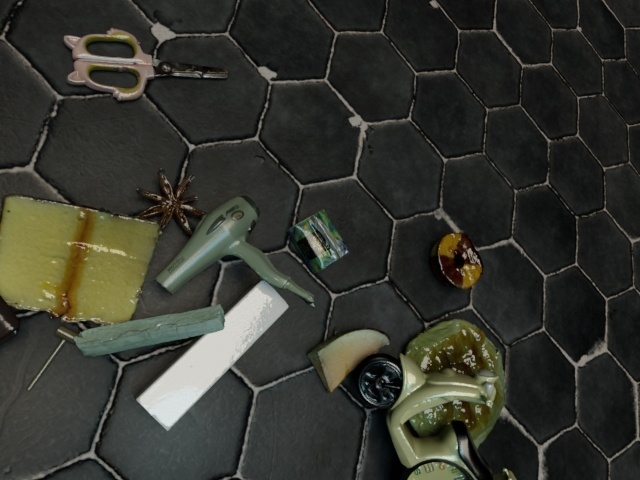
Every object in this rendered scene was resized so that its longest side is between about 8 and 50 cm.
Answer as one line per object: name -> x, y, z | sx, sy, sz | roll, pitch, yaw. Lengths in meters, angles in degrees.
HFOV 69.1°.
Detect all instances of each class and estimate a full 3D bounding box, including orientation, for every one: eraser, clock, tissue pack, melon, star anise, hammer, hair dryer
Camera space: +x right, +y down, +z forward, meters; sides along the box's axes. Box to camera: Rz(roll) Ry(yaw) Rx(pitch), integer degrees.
eraser -> -0.193, 0.199, 0.850 | 0.076, 0.078, 0.298 | 49, 63, -6
clock -> 0.244, 0.392, 0.932 | 0.277, 0.120, 0.378 | -16, 90, 6
tissue pack -> 0.000, -0.001, 0.989 | 0.085, 0.079, 0.111 | -32, 91, -29
melon -> 0.066, 0.228, 0.979 | 0.182, 0.054, 0.098 | -32, 97, -27
star anise -> -0.289, -0.068, 0.892 | 0.141, 0.042, 0.141 | 7, 77, -31
hammer -> -0.448, 0.197, 0.769 | 0.036, 0.019, 0.110 | 34, 71, -13
hair dryer -> -0.170, 0.063, 0.847 | 0.229, 0.092, 0.267 | -29, 69, -14

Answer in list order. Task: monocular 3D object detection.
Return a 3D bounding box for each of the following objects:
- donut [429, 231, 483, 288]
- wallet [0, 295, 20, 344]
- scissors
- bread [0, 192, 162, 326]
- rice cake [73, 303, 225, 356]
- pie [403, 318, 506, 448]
donut -> 0.331, 0.052, 1.141 | 0.141, 0.059, 0.140 | 6, 75, -24
wallet -> -0.595, 0.095, 0.699 | 0.182, 0.049, 0.229 | -35, 92, -13
scissors -> -0.344, -0.357, 0.953 | 0.318, 0.024, 0.160 | -5, 79, -26
bread -> -0.400, 0.042, 0.761 | 0.240, 0.135, 0.178 | 12, 72, -21
rice cake -> -0.287, 0.154, 0.795 | 0.245, 0.045, 0.042 | -10, 48, -8
pie -> 0.305, 0.324, 1.054 | 0.307, 0.071, 0.306 | 7, 73, -23
